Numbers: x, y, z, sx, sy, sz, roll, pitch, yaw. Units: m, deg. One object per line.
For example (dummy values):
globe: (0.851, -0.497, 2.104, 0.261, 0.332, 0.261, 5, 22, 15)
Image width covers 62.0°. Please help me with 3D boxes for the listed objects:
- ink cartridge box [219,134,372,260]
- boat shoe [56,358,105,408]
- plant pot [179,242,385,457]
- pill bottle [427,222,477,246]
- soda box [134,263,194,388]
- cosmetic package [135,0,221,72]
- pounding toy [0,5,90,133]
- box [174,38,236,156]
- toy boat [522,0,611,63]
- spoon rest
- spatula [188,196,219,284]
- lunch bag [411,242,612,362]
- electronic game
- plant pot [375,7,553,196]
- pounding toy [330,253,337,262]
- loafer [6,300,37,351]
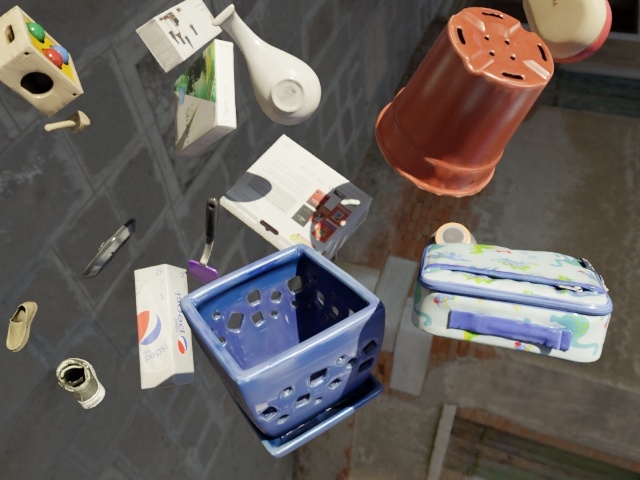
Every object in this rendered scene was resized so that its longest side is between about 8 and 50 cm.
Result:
ink cartridge box: (-0.069, -0.084, 1.434, 0.272, 0.309, 0.130, -48, 167, -20)
boat shoe: (-0.569, 0.312, 1.238, 0.078, 0.219, 0.070, -42, 124, -28)
plant pot: (-0.049, 0.172, 0.827, 0.236, 0.236, 0.212, -26, 125, -22)
pill bottle: (0.351, 0.044, 1.433, 0.245, 0.131, 0.130, 67, 40, -62)
soda box: (-0.377, 0.207, 1.287, 0.098, 0.091, 0.286, 35, 45, -71)
cosmetic package: (-0.299, -0.457, 1.162, 0.098, 0.061, 0.239, 57, 27, -26)
pounding toy: (-0.482, -0.284, 0.968, 0.094, 0.181, 0.206, -34, 150, 5)
box: (-0.331, -0.384, 1.490, 0.059, 0.322, 0.232, 1, 83, -35)
toy boat: (0.534, -0.470, 1.117, 0.151, 0.151, 0.231, -37, -134, 47)
spoon rest: (-0.110, -0.362, 1.109, 0.276, 0.137, 0.084, 47, 12, -28)
spatula: (-0.269, 0.011, 1.269, 0.030, 0.084, 0.296, -62, 172, -50)
lunch bag: (0.227, 0.067, 0.649, 0.176, 0.219, 0.090, -41, 137, -65)
electronic game: (-0.635, 0.023, 1.605, 0.229, 0.048, 0.229, -47, -166, 15)
plant pot: (0.279, -0.270, 1.017, 0.272, 0.273, 0.265, -64, -179, -35)
pounding toy: (0.000, 0.000, 1.592, 0.154, 0.270, 0.155, 57, 28, 2)
loafer: (-0.854, 0.241, 1.506, 0.050, 0.056, 0.147, 55, 46, -74)
